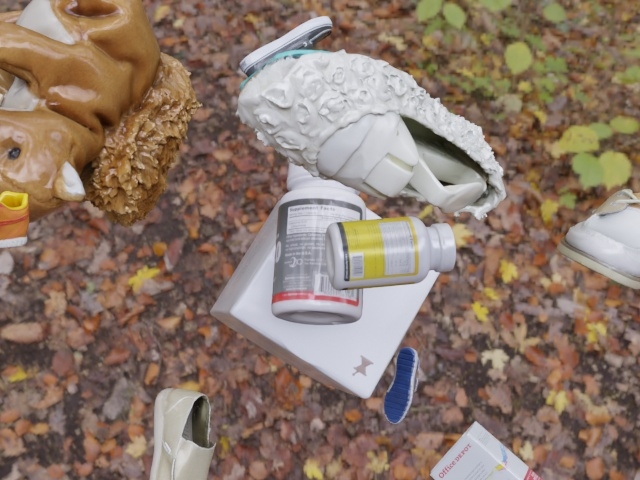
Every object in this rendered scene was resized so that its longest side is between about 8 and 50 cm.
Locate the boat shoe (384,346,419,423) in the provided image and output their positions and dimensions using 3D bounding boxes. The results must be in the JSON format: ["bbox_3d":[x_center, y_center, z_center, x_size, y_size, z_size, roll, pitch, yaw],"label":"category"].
[{"bbox_3d":[0.205,0.348,1.880,0.066,0.066,0.183,15,87,30],"label":"boat shoe"}]

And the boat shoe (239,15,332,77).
[{"bbox_3d":[-0.038,-0.241,1.013,0.142,0.049,0.040,-34,88,-20],"label":"boat shoe"}]

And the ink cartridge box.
[{"bbox_3d":[0.321,0.458,1.520,0.175,0.127,0.072,41,23,14],"label":"ink cartridge box"}]

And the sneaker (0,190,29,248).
[{"bbox_3d":[-0.346,-0.018,0.756,0.064,0.067,0.175,7,12,9],"label":"sneaker"}]

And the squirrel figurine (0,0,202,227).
[{"bbox_3d":[-0.356,-0.173,1.187,0.281,0.397,0.371,-20,52,31],"label":"squirrel figurine"}]

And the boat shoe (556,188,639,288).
[{"bbox_3d":[0.382,-0.013,0.987,0.113,0.103,0.302,31,18,22],"label":"boat shoe"}]

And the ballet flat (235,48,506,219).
[{"bbox_3d":[0.092,-0.102,0.883,0.409,0.147,0.147,8,25,-48],"label":"ballet flat"}]

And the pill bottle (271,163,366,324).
[{"bbox_3d":[0.000,0.000,1.410,0.161,0.161,0.283,1,74,8],"label":"pill bottle"}]

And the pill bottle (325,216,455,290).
[{"bbox_3d":[0.104,0.017,1.184,0.184,0.103,0.103,-4,43,-9],"label":"pill bottle"}]

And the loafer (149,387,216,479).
[{"bbox_3d":[-0.231,0.379,1.352,0.092,0.102,0.269,-21,65,26],"label":"loafer"}]

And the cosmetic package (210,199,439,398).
[{"bbox_3d":[-0.004,0.108,1.711,0.329,0.393,0.327,34,78,-10],"label":"cosmetic package"}]
